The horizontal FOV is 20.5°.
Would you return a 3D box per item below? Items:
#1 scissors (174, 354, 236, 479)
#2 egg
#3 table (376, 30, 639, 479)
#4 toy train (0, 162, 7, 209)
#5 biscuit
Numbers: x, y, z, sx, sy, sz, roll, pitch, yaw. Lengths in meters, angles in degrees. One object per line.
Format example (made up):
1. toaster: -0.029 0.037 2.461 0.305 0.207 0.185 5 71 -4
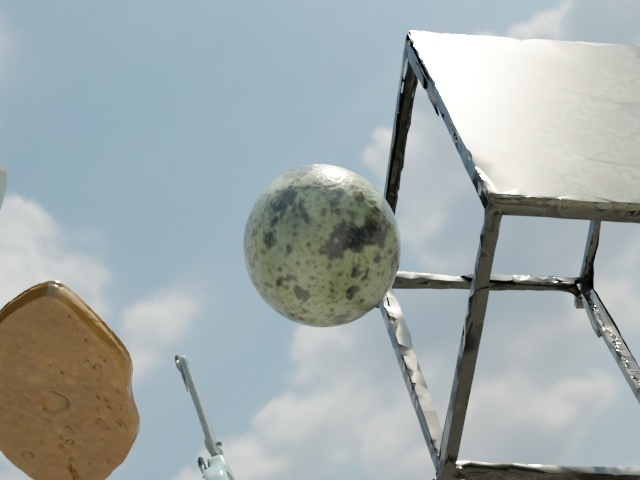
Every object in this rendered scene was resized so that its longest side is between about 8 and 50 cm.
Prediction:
1. scissors: -0.104 0.226 1.771 0.029 0.360 0.191 -26 -51 -3
2. egg: 0.000 0.000 1.490 0.132 0.172 0.132 -3 -64 -6
3. table: 0.186 0.016 1.472 0.222 0.335 0.272 2 -63 -9
4. toy train: -0.359 0.043 1.444 0.159 0.129 0.326 113 179 -89
5. biscuit: -0.221 0.126 1.463 0.029 0.142 0.221 -77 -16 -55
